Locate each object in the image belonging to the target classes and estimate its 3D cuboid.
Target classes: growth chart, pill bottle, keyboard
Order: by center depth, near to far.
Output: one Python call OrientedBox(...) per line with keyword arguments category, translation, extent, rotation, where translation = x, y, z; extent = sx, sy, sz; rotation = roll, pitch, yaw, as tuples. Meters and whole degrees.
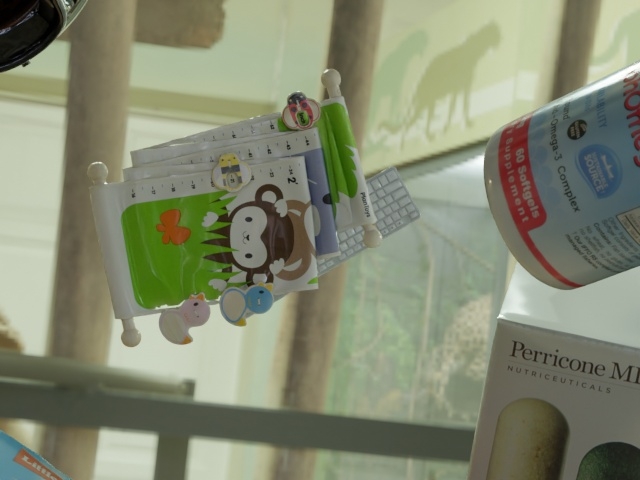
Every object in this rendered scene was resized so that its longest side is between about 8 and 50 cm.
OrientedBox(category="pill bottle", translation=(0.159, -0.041, 0.504), extent=(0.160, 0.087, 0.087), rotation=(-25, -25, 36))
OrientedBox(category="growth chart", translation=(-0.068, -0.020, 0.912), extent=(0.237, 0.172, 0.021), rotation=(-20, 0, -5))
OrientedBox(category="keyboard", translation=(0.000, 0.000, 1.340), extent=(0.256, 0.072, 0.014), rotation=(-30, 9, -18))

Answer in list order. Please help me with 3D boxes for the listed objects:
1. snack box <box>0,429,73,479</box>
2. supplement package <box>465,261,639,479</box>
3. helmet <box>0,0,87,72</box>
OrientedBox(category="snack box", translation=(-0.039, 0.228, 0.380), extent=(0.322, 0.187, 0.060), rotation=(36, 3, -6))
OrientedBox(category="supplement package", translation=(0.200, 0.160, 0.749), extent=(0.199, 0.263, 0.198), rotation=(11, 17, 12))
OrientedBox(category="helmet", translation=(-0.205, -0.186, 0.673), extent=(0.169, 0.169, 0.161), rotation=(9, -29, -22))
